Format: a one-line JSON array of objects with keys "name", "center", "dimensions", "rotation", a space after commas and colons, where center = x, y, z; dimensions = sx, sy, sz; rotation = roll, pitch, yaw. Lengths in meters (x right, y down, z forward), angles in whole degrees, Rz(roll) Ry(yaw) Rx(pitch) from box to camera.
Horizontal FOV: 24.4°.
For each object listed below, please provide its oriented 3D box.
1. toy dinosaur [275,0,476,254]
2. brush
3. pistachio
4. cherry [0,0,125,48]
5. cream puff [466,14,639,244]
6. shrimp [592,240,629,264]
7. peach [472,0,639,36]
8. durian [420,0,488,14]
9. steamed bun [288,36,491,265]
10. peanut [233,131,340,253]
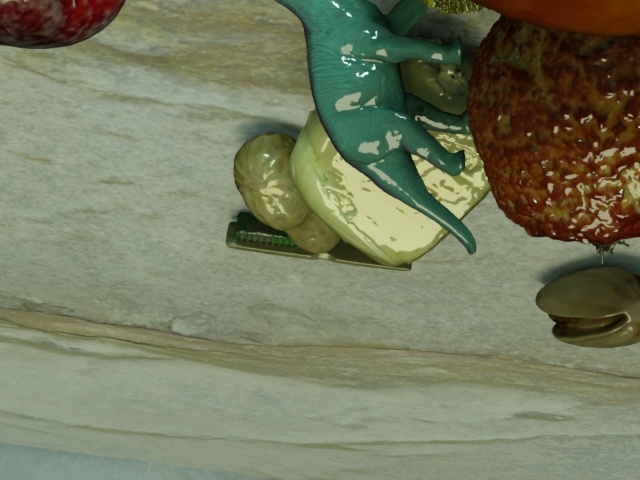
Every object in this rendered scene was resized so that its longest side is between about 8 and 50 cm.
[{"name": "toy dinosaur", "center": [0.000, -0.163, 1.639], "dimensions": [0.331, 0.383, 0.129], "rotation": [-1, -164, 11]}, {"name": "brush", "center": [0.000, 0.000, 2.222], "dimensions": [0.282, 0.054, 0.048], "rotation": [8, 142, -1]}, {"name": "pistachio", "center": [0.423, 0.098, 2.244], "dimensions": [0.206, 0.131, 0.129], "rotation": [-8, 109, 50]}, {"name": "cherry", "center": [-0.323, -0.298, 1.513], "dimensions": [0.300, 0.203, 0.230], "rotation": [6, -167, 27]}, {"name": "cream puff", "center": [0.291, -0.164, 1.491], "dimensions": [0.350, 0.350, 0.228], "rotation": [-8, 141, 30]}, {"name": "shrimp", "center": [0.405, -0.015, 2.074], "dimensions": [0.065, 0.056, 0.165], "rotation": [-3, 156, 8]}, {"name": "peach", "center": [0.217, -0.317, 1.204], "dimensions": [0.343, 0.343, 0.301], "rotation": [8, 137, -2]}, {"name": "durian", "center": [0.121, -0.310, 1.455], "dimensions": [0.159, 0.146, 0.198], "rotation": [4, 154, 47]}, {"name": "steamed bun", "center": [0.103, -0.122, 1.790], "dimensions": [0.232, 0.166, 0.273], "rotation": [37, 114, -12]}, {"name": "peanut", "center": [-0.038, -0.058, 2.035], "dimensions": [0.110, 0.120, 0.236], "rotation": [-37, 138, 1]}]
